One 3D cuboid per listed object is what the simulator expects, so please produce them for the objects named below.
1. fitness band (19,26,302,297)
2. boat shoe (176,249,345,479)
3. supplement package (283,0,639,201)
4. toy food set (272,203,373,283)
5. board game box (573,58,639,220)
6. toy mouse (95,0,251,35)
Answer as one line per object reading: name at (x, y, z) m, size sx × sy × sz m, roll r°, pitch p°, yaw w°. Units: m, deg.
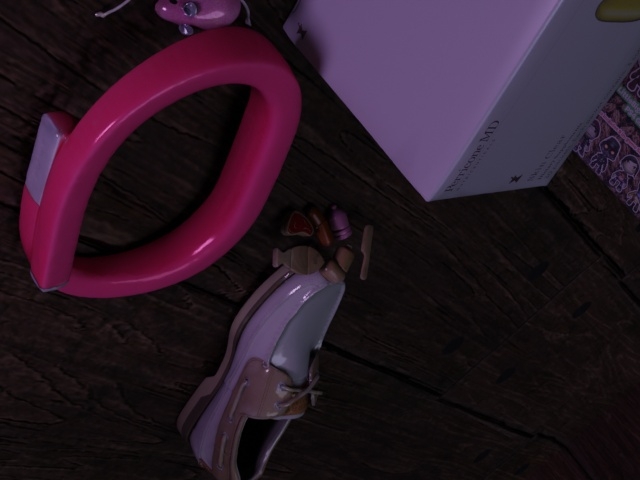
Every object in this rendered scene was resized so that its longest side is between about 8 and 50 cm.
fitness band at (-0.122, -0.047, 0.928) m, size 0.209 × 0.054 × 0.291 m, roll -16°, pitch 151°, yaw -32°
boat shoe at (-0.046, 0.142, 1.265) m, size 0.113 × 0.103 × 0.302 m, roll -9°, pitch 140°, yaw -42°
supplement package at (0.127, -0.193, 0.861) m, size 0.145 × 0.204 × 0.262 m, roll -9°, pitch 141°, yaw -41°
toy food set at (0.000, 0.000, 1.164) m, size 0.122 × 0.019 × 0.078 m, roll 16°, pitch 78°, yaw -42°
board game box at (0.451, -0.179, 1.319) m, size 0.232 × 0.141 × 0.291 m, roll -8°, pitch 140°, yaw -43°
toy mouse at (-0.086, -0.181, 0.819) m, size 0.143 × 0.031 × 0.161 m, roll -31°, pitch 151°, yaw -12°
